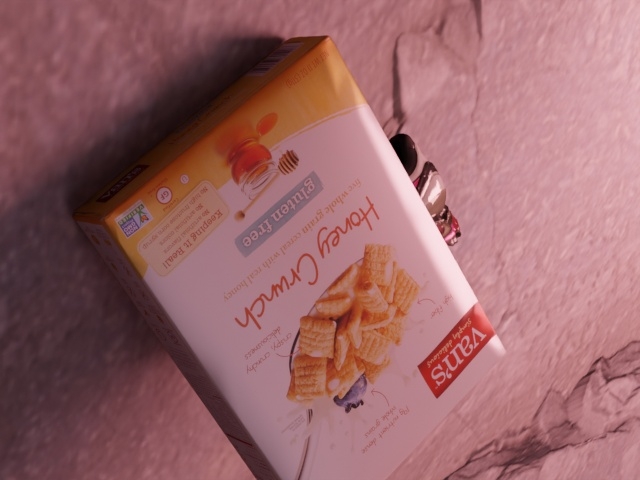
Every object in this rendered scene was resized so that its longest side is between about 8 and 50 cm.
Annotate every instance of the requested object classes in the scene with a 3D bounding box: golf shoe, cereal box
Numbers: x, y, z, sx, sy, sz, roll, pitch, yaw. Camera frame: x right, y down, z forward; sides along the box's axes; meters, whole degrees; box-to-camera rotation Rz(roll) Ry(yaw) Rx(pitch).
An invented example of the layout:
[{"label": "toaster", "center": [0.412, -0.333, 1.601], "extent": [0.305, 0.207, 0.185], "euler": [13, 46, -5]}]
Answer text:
[{"label": "golf shoe", "center": [0.000, 0.000, 0.852], "extent": [0.186, 0.067, 0.086], "euler": [-31, 106, -27]}, {"label": "cereal box", "center": [-0.007, 0.028, 0.777], "extent": [0.173, 0.047, 0.240], "euler": [-43, 115, -23]}]
